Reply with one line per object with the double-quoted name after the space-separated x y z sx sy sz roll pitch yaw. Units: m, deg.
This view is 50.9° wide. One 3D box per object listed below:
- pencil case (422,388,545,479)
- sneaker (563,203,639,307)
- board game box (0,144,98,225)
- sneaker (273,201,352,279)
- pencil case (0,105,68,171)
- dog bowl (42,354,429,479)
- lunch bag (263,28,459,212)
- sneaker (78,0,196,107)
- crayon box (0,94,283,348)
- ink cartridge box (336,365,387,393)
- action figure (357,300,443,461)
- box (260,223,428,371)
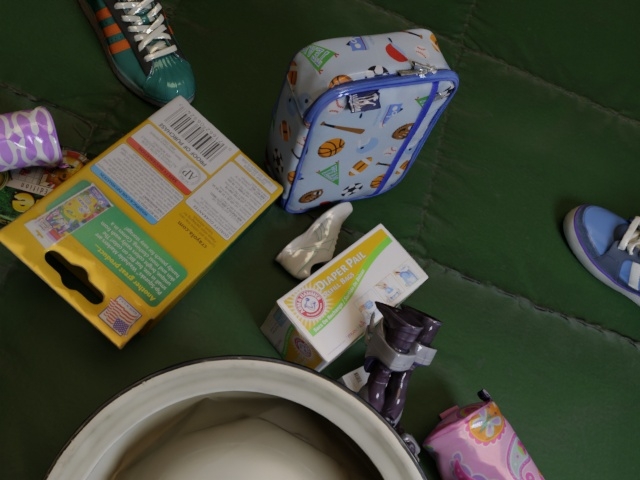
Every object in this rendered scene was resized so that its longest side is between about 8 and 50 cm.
0.245 0.347 0.877 0.124 0.124 0.284 -25 74 -27 "pencil case"
0.580 0.018 1.078 0.323 0.236 0.130 45 60 6 "sneaker"
-0.363 -0.068 0.932 0.260 0.030 0.136 15 63 -11 "board game box"
0.000 0.000 1.009 0.061 0.054 0.152 48 66 -2 "sneaker"
-0.441 -0.114 0.866 0.206 0.086 0.088 -18 106 -23 "pencil case"
-0.081 0.323 0.693 0.408 0.150 0.408 0 81 -1 "dog bowl"
0.057 -0.165 0.959 0.243 0.303 0.115 -12 65 -23 "lunch bag"
-0.290 -0.342 1.037 0.108 0.121 0.302 -30 77 -28 "sneaker"
-0.228 -0.025 0.891 0.203 0.083 0.323 42 56 -1 "crayon box"
0.071 0.198 0.942 0.083 0.028 0.048 -21 73 -26 "ink cartridge box"
0.069 0.223 0.853 0.185 0.099 0.285 17 94 -42 "action figure"
0.032 0.087 0.935 0.203 0.114 0.103 -36 79 -28 "box"
